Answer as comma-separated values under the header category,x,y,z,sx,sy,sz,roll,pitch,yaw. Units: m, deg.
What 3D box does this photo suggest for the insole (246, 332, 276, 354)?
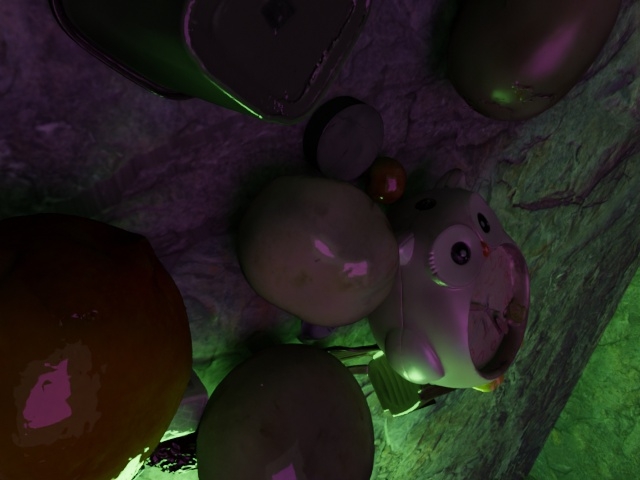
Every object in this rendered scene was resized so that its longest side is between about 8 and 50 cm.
category,x,y,z,sx,sy,sz,roll,pitch,yaw
insole,-0.098,0.238,1.084,0.063,0.010,0.192,-38,139,-10

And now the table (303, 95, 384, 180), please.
category,x,y,z,sx,sy,sz,roll,pitch,yaw
table,0.038,-0.164,0.867,0.134,0.043,0.133,-23,133,-27

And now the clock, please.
category,x,y,z,sx,sy,sz,roll,pitch,yaw
clock,0.229,0.082,1.046,0.368,0.251,0.376,-45,126,-33

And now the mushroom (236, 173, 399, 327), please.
category,x,y,z,sx,sy,sz,roll,pitch,yaw
mushroom,0.000,0.000,0.854,0.234,0.254,0.260,-70,153,-51

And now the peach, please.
category,x,y,z,sx,sy,sz,roll,pitch,yaw
peach,-0.315,0.141,0.607,0.373,0.289,0.372,-1,121,-1

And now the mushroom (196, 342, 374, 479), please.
category,x,y,z,sx,sy,sz,roll,pitch,yaw
mushroom,-0.073,0.378,1.013,0.362,0.295,0.361,8,77,-41

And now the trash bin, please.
category,x,y,z,sx,sy,sz,roll,pitch,yaw
trash bin,-0.105,-0.239,0.533,0.220,0.250,0.219,26,96,-48

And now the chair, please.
category,x,y,z,sx,sy,sz,roll,pitch,yaw
chair,0.150,0.302,1.199,0.327,0.183,0.175,-9,152,-35

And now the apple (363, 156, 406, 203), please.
category,x,y,z,sx,sy,sz,roll,pitch,yaw
apple,0.112,-0.107,0.950,0.071,0.084,0.083,6,120,-13

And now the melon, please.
category,x,y,z,sx,sy,sz,roll,pitch,yaw
melon,0.336,-0.338,0.853,0.223,0.223,0.316,23,103,-47

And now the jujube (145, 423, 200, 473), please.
category,x,y,z,sx,sy,sz,roll,pitch,yaw
jujube,-0.277,0.376,0.981,0.166,0.104,0.104,27,102,-35

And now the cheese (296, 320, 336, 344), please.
category,x,y,z,sx,sy,sz,roll,pitch,yaw
cheese,0.026,0.137,1.089,0.191,0.042,0.105,-44,140,-5

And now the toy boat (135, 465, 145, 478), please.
category,x,y,z,sx,sy,sz,roll,pitch,yaw
toy boat,-0.387,0.378,0.887,0.215,0.088,0.102,28,97,-47

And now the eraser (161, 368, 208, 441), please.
category,x,y,z,sx,sy,sz,roll,pitch,yaw
eraser,-0.378,0.279,0.810,0.404,0.098,0.096,-3,122,-39
